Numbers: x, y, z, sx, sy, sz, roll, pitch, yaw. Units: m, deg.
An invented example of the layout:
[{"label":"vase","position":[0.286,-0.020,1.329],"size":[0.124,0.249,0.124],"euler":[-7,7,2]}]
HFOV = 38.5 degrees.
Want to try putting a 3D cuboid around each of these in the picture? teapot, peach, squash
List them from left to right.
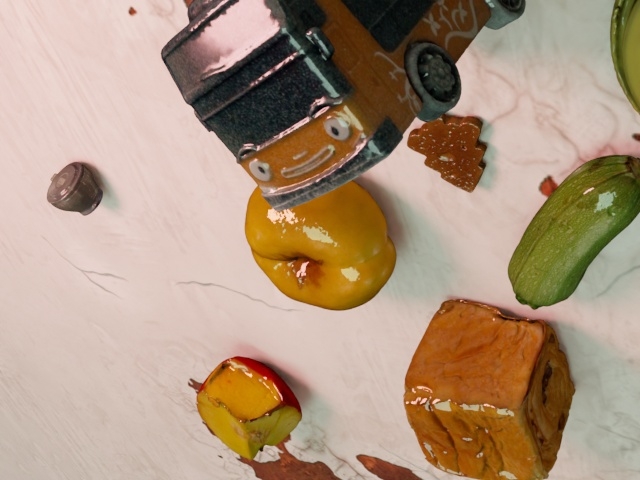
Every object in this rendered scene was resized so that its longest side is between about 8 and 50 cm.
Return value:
[{"label":"teapot","position":[-0.325,-0.066,1.214],"size":[0.057,0.066,0.088],"euler":[42,168,-38]},{"label":"peach","position":[-0.107,0.239,1.330],"size":[0.151,0.118,0.151],"euler":[-9,137,-9]},{"label":"peach","position":[0.000,0.000,1.006],"size":[0.179,0.103,0.179],"euler":[23,144,18]},{"label":"squash","position":[0.233,-0.003,0.858],"size":[0.077,0.068,0.219],"euler":[3,144,-12]}]

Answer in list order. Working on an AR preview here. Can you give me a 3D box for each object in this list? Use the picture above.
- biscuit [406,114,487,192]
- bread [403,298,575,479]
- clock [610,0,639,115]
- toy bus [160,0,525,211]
[{"label":"biscuit","position":[0.130,-0.086,0.888],"size":[0.082,0.016,0.092],"euler":[-14,123,38]},{"label":"bread","position":[0.187,0.167,1.007],"size":[0.143,0.158,0.149],"euler":[4,129,35]},{"label":"clock","position":[0.323,-0.132,0.666],"size":[0.237,0.057,0.237],"euler":[20,141,17]},{"label":"toy bus","position":[0.027,-0.164,0.668],"size":[0.167,0.275,0.139],"euler":[49,140,-16]}]
